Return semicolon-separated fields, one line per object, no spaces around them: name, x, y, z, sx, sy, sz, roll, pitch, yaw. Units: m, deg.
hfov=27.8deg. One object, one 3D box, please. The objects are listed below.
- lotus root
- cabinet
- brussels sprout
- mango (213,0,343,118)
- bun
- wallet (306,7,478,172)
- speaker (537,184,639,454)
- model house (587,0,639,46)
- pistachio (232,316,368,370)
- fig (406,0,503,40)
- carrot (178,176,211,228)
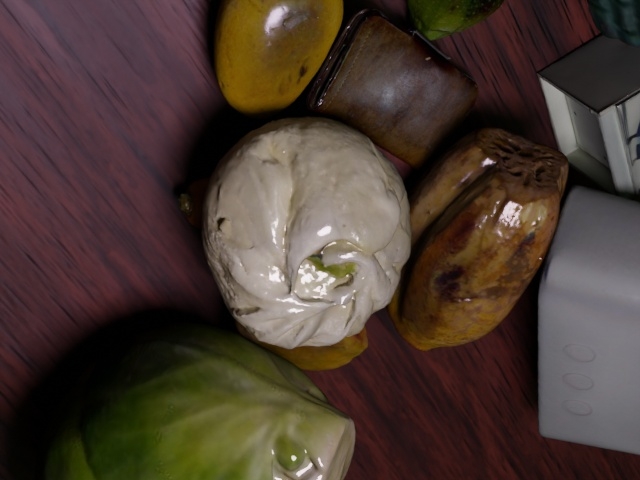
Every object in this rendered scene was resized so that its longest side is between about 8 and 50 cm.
lotus root;0.171;0.002;1.556;0.193;0.193;0.291;7;127;-32
cabinet;0.405;-0.176;1.605;0.206;0.150;0.145;-31;128;-9
brussels sprout;-0.138;0.241;1.449;0.355;0.289;0.281;2;119;15
mango;-0.046;-0.214;1.369;0.137;0.098;0.195;-8;126;-29
bun;0.000;0.000;1.398;0.259;0.160;0.259;-16;122;-28
wallet;0.090;-0.168;1.475;0.255;0.031;0.137;24;100;-53
speaker;0.386;0.117;1.652;0.406;0.184;0.183;77;32;-53
model house;0.346;-0.432;1.321;0.400;0.395;0.445;-30;141;5
pistachio;-0.032;0.097;1.562;0.189;0.100;0.110;18;128;-32
fig;0.143;-0.286;1.439;0.123;0.123;0.156;-7;160;-26
carrot;-0.055;-0.047;1.481;0.225;0.067;0.067;-7;120;-28
